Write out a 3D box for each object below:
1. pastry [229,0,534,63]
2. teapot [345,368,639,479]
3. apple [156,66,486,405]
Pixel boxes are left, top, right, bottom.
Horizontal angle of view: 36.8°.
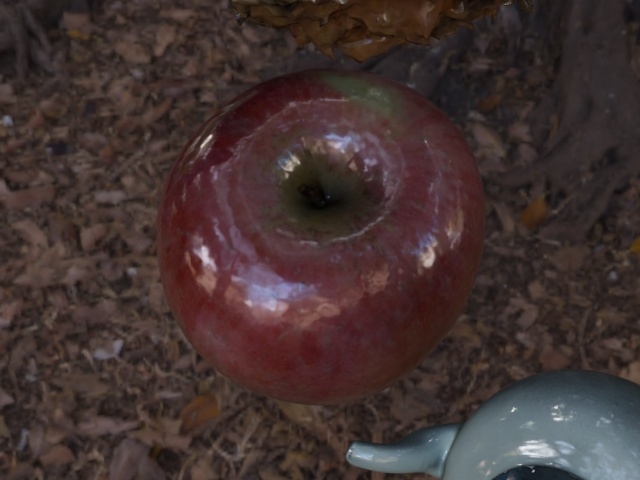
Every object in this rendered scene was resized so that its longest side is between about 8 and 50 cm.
[{"bbox_3d":[0.021,-0.203,0.381,0.193,0.275,0.275,17,39,14],"label":"pastry"},{"bbox_3d":[0.171,0.185,0.641,0.294,0.193,0.129,21,17,30],"label":"teapot"},{"bbox_3d":[0.000,0.000,0.951,0.344,0.269,0.345,2,64,-3],"label":"apple"}]
